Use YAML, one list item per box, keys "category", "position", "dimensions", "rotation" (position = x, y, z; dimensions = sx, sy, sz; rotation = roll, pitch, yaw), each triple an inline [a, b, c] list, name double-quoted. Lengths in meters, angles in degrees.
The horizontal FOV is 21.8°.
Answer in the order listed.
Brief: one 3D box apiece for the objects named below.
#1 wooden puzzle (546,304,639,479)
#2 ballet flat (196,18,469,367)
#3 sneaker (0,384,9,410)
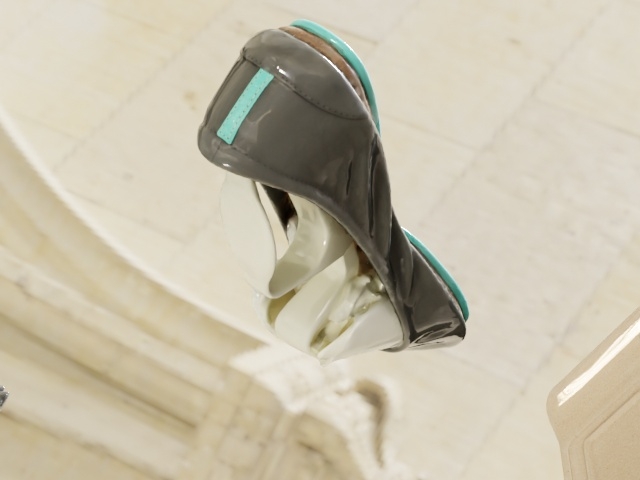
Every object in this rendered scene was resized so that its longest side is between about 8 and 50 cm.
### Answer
- category: "wooden puzzle"
  position: [0.314, 0.175, 1.262]
  dimensions: [0.322, 0.080, 0.347]
  rotation: [-50, 29, 33]
- category: "ballet flat"
  position: [0.000, 0.000, 0.859]
  dimensions: [0.096, 0.095, 0.280]
  rotation: [-49, -36, -15]
- category: "sneaker"
  position: [-0.230, 0.065, 0.751]
  dimensions: [0.085, 0.237, 0.086]
  rotation: [45, -119, -42]
